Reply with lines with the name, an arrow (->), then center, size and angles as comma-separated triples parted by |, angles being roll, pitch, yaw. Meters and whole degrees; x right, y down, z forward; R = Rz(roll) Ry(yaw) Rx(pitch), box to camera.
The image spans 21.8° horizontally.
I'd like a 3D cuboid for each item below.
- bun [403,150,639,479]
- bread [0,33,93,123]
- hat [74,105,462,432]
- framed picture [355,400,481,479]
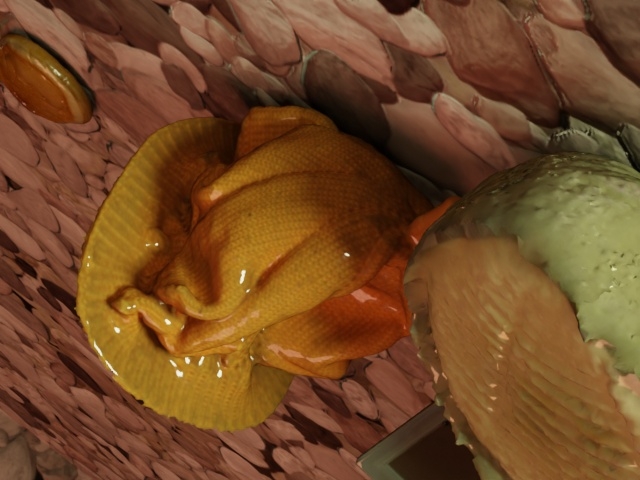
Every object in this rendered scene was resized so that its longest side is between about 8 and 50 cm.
bun -> 0.171, 0.064, 0.979 | 0.259, 0.152, 0.259 | 45, 154, 28
bread -> -0.244, -0.138, 1.445 | 0.110, 0.024, 0.110 | 33, 159, 14
hat -> 0.000, 0.000, 1.120 | 0.233, 0.234, 0.244 | -15, 168, 41
framed picture -> 0.206, 0.185, 1.177 | 0.296, 0.232, 0.019 | 46, -159, -17
